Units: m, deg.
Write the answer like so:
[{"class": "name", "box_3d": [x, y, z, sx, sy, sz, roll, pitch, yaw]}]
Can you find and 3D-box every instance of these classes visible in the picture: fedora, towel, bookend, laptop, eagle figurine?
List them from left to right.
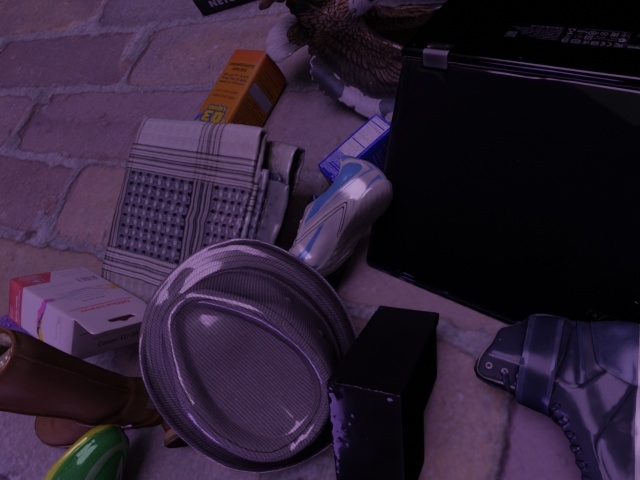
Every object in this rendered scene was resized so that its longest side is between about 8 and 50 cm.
[{"class": "towel", "box_3d": [-0.193, -0.021, 0.713, 0.324, 0.056, 0.312, 15, 90, 29]}, {"class": "fedora", "box_3d": [-0.081, 0.125, 0.521, 0.243, 0.124, 0.275, -39, 85, -4]}, {"class": "eagle figurine", "box_3d": [0.065, -0.320, 0.733, 0.226, 0.298, 0.225, -58, 21, 22]}, {"class": "bookend", "box_3d": [0.076, 0.176, 0.525, 0.072, 0.156, 0.157, 4, 23, 25]}, {"class": "laptop", "box_3d": [0.297, -0.123, 0.562, 0.382, 0.236, 0.408, 22, 60, 31]}]

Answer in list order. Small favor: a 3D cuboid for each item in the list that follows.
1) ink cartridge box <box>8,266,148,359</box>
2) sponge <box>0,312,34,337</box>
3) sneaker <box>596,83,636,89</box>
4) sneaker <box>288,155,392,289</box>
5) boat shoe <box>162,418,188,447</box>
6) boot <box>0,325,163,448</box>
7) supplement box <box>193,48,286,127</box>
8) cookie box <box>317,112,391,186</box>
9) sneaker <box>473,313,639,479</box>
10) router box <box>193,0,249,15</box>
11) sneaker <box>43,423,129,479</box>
[{"class": "ink cartridge box", "box_3d": [-0.335, 0.107, 0.699, 0.198, 0.115, 0.067, 20, 107, 30]}, {"class": "sponge", "box_3d": [-0.484, 0.156, 0.819, 0.210, 0.031, 0.117, -33, 57, 4]}, {"class": "sneaker", "box_3d": [0.348, -0.126, 0.576, 0.073, 0.063, 0.162, -19, 59, 18]}, {"class": "sneaker", "box_3d": [0.000, 0.000, 0.626, 0.237, 0.085, 0.086, -54, 54, 19]}, {"class": "boat shoe", "box_3d": [-0.130, 0.196, 0.622, 0.178, 0.064, 0.060, -33, 58, 8]}, {"class": "boot", "box_3d": [-0.347, 0.185, 0.600, 0.236, 0.269, 0.089, -20, 59, 14]}, {"class": "supplement box", "box_3d": [-0.151, -0.205, 0.827, 0.078, 0.080, 0.233, 17, 76, 31]}, {"class": "cookie box", "box_3d": [0.060, -0.106, 0.675, 0.107, 0.092, 0.040, -41, 59, -1]}, {"class": "sneaker", "box_3d": [0.225, 0.180, 0.462, 0.163, 0.086, 0.226, 5, 70, 29]}, {"class": "router box", "box_3d": [-0.175, -0.560, 1.037, 0.179, 0.046, 0.133, -5, 64, 22]}, {"class": "sneaker", "box_3d": [-0.278, 0.371, 0.583, 0.123, 0.109, 0.296, 10, 78, 19]}]
